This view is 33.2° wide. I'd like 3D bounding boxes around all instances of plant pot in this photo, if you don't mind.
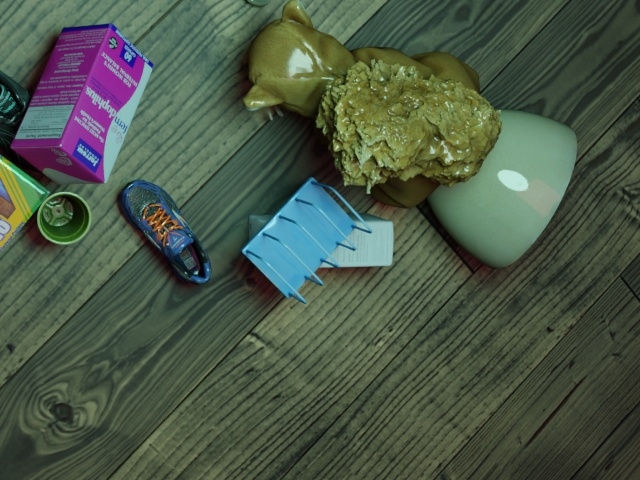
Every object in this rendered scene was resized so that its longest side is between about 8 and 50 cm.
[{"bbox_3d":[0.285,-0.117,1.881,0.190,0.284,0.284,26,90,-12],"label":"plant pot"},{"bbox_3d":[-0.413,-0.042,1.711,0.083,0.079,0.083,-4,102,-21],"label":"plant pot"}]

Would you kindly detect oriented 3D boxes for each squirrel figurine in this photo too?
[{"bbox_3d":[0.072,-0.227,1.699,0.370,0.397,0.281,27,96,-23],"label":"squirrel figurine"}]

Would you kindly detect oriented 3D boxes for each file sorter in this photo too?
[{"bbox_3d":[-0.018,0.002,1.738,0.170,0.104,0.118,-47,112,-9],"label":"file sorter"}]

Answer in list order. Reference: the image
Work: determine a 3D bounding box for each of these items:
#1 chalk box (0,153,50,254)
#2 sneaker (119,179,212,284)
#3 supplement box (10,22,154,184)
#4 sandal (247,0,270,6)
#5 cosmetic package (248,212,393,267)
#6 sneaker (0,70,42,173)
[{"bbox_3d":[-0.576,-0.100,1.581,0.289,0.180,0.179,41,84,-24],"label":"chalk box"},{"bbox_3d":[-0.245,-0.012,1.779,0.083,0.087,0.221,-44,112,-10],"label":"sneaker"},{"bbox_3d":[-0.358,-0.205,1.626,0.111,0.113,0.220,43,58,-49],"label":"supplement box"},{"bbox_3d":[-0.103,-0.478,1.767,0.072,0.049,0.180,1,100,-22],"label":"sandal"},{"bbox_3d":[0.000,0.000,1.863,0.231,0.117,0.086,-3,99,-20],"label":"cosmetic package"},{"bbox_3d":[-0.471,-0.185,1.648,0.267,0.106,0.101,39,83,-24],"label":"sneaker"}]
